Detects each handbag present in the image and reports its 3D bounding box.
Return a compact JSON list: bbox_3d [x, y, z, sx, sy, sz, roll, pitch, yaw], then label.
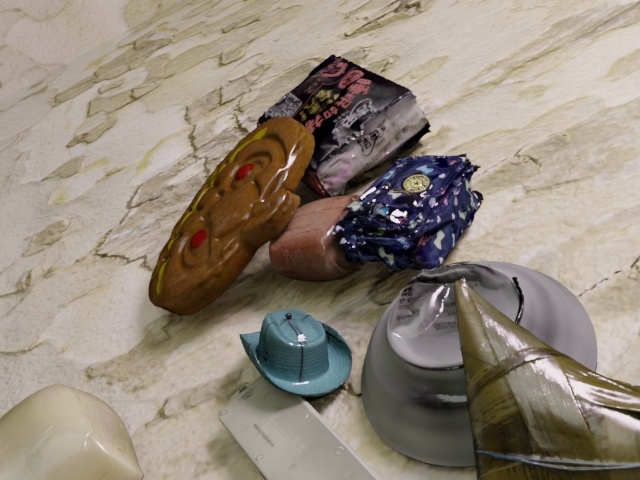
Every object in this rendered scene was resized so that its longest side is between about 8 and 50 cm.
[{"bbox_3d":[0.136,-0.047,1.113,0.162,0.113,0.260,4,35,37],"label":"handbag"}]

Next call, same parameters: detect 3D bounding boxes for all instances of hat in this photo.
[{"bbox_3d":[-0.039,0.140,1.036,0.138,0.077,0.191,-12,26,-30],"label":"hat"}]

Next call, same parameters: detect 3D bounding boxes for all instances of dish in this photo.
[{"bbox_3d":[0.177,0.120,0.923,0.316,0.106,0.316,-18,38,15],"label":"dish"}]

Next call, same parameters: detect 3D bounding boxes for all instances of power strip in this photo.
[{"bbox_3d":[-0.008,0.284,0.908,0.106,0.043,0.367,-40,38,-12],"label":"power strip"}]

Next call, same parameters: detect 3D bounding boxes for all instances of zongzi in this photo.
[{"bbox_3d":[0.270,0.149,0.745,0.251,0.125,0.274,-12,69,17],"label":"zongzi"}]

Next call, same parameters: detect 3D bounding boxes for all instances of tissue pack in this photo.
[{"bbox_3d":[0.029,-0.217,1.402,0.245,0.123,0.332,-40,35,-3],"label":"tissue pack"}]

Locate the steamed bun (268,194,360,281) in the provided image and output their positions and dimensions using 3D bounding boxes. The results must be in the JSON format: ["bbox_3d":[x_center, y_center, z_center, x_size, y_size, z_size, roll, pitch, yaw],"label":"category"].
[{"bbox_3d":[0.000,0.000,1.186,0.145,0.106,0.175,-9,28,34],"label":"steamed bun"}]

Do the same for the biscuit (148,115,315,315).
[{"bbox_3d":[-0.155,-0.053,1.257,0.350,0.070,0.394,-5,52,57],"label":"biscuit"}]

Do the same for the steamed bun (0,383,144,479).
[{"bbox_3d":[-0.374,0.303,1.032,0.200,0.154,0.250,-43,42,-16],"label":"steamed bun"}]
